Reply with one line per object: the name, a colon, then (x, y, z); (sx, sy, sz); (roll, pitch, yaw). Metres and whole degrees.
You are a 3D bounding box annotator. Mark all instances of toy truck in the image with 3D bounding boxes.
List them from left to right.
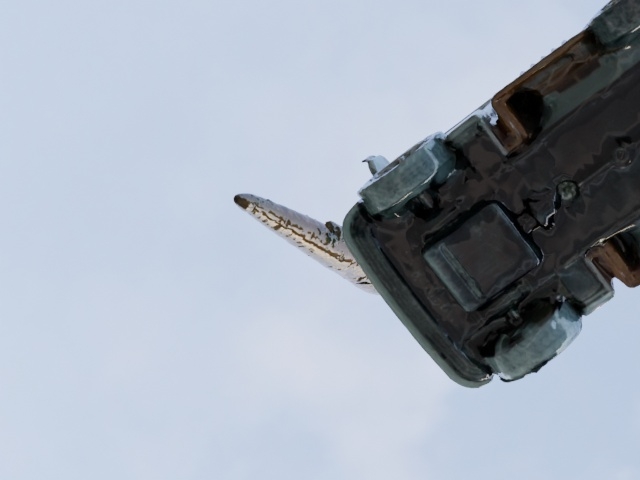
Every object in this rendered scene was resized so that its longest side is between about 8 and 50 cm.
toy truck: (0.165, -0.063, 0.934); (0.305, 0.162, 0.136); (-36, -85, 14)

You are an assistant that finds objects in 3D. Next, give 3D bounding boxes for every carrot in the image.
carrot: (0.000, 0.000, 1.537); (0.049, 0.254, 0.049); (-12, -112, 31)
